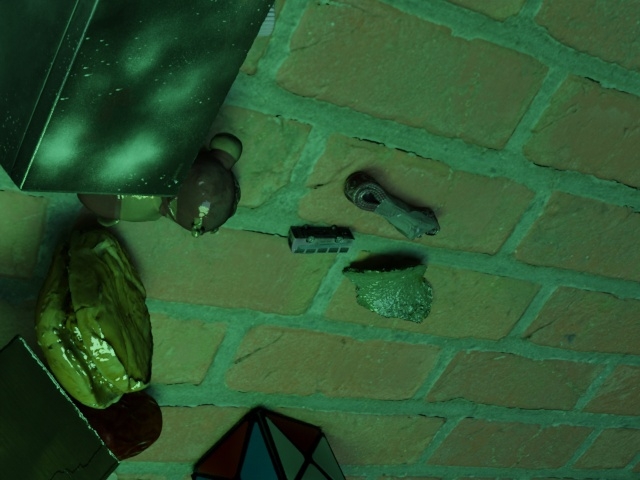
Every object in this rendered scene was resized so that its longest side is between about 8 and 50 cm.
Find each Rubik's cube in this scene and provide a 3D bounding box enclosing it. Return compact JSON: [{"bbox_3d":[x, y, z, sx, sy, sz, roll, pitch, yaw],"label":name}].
[{"bbox_3d":[-0.105,0.564,1.907,0.246,0.248,0.250,-45,132,17],"label":"Rubik's cube"}]

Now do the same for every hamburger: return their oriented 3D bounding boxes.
[{"bbox_3d":[-0.372,0.126,1.395,0.145,0.283,0.259,-16,125,9],"label":"hamburger"}]

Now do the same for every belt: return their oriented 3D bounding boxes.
[{"bbox_3d":[0.136,-0.059,1.619,0.232,0.053,0.071,26,107,-37],"label":"belt"}]

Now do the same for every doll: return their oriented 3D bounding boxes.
[{"bbox_3d":[-0.255,-0.103,1.327,0.256,0.152,0.196,10,98,3],"label":"doll"}]

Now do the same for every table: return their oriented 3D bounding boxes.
[{"bbox_3d":[-0.525,0.321,1.350,0.251,0.196,0.282,-8,119,42],"label":"table"}]

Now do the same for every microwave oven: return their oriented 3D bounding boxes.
[{"bbox_3d":[-0.260,-0.319,1.012,0.236,0.374,0.432,-1,130,-52],"label":"microwave oven"}]

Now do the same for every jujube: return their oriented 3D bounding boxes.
[{"bbox_3d":[-0.429,0.352,1.635,0.255,0.190,0.190,4,127,-43],"label":"jujube"}]

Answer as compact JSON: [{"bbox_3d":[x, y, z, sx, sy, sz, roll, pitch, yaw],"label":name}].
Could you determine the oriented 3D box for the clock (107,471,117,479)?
[{"bbox_3d":[-0.518,0.568,1.859,0.156,0.063,0.229,21,120,-38],"label":"clock"}]

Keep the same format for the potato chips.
[{"bbox_3d":[0.153,0.103,1.761,0.167,0.059,0.228,-25,139,6],"label":"potato chips"}]

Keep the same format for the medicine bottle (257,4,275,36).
[{"bbox_3d":[-0.170,-0.331,1.234,0.203,0.083,0.083,-4,129,-19],"label":"medicine bottle"}]

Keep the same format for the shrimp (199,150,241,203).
[{"bbox_3d":[-0.185,-0.110,1.434,0.065,0.056,0.165,-28,131,9],"label":"shrimp"}]

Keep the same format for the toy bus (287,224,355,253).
[{"bbox_3d":[0.000,0.000,1.621,0.131,0.037,0.052,0,133,-25],"label":"toy bus"}]
